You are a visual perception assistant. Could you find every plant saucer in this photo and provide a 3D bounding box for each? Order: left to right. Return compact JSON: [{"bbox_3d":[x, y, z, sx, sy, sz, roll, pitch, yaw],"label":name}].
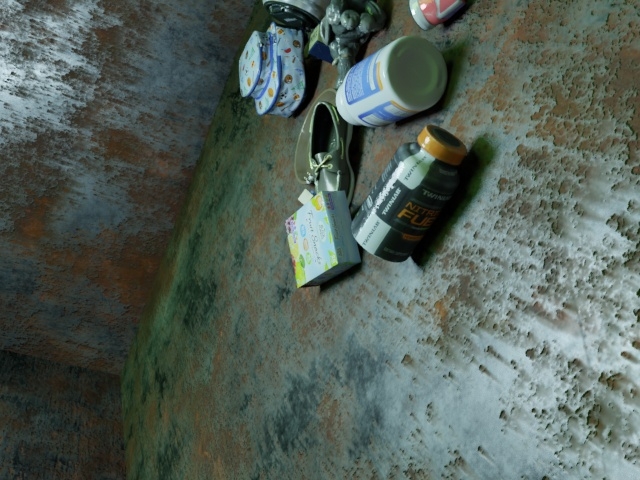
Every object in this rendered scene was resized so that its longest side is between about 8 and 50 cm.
[{"bbox_3d":[0.002,-0.284,1.912,0.278,0.041,0.278,-47,35,48],"label":"plant saucer"}]

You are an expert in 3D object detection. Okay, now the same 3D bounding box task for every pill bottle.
[{"bbox_3d":[0.139,-0.329,1.486,0.272,0.152,0.152,-4,70,67],"label":"pill bottle"},{"bbox_3d":[0.166,-0.088,1.259,0.245,0.130,0.130,-59,25,30],"label":"pill bottle"}]

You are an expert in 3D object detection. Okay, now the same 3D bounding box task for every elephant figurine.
[{"bbox_3d":[0.065,-0.554,1.863,0.186,0.169,0.239,-50,-6,-27],"label":"elephant figurine"}]

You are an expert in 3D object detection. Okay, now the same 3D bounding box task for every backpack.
[{"bbox_3d":[-0.143,-0.535,2.219,0.276,0.213,0.263,133,127,-62],"label":"backpack"}]

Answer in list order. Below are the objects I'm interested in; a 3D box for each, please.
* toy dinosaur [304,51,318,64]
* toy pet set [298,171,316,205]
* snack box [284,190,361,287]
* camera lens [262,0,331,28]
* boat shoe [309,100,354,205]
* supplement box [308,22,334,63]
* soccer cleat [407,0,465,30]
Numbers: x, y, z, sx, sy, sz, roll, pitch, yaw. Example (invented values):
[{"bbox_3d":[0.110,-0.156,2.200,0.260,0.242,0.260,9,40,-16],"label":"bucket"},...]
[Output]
[{"bbox_3d":[-0.027,-0.599,2.204,0.082,0.090,0.047,62,-139,-54],"label":"toy dinosaur"},{"bbox_3d":[0.006,-0.124,1.787,0.114,0.065,0.122,-54,49,8],"label":"toy pet set"},{"bbox_3d":[0.000,0.000,1.601,0.207,0.070,0.174,-35,63,55],"label":"snack box"},{"bbox_3d":[-0.056,-0.856,2.272,0.219,0.219,0.274,18,90,68],"label":"camera lens"},{"bbox_3d":[0.019,-0.200,1.700,0.109,0.091,0.305,-14,64,36],"label":"boat shoe"},{"bbox_3d":[0.015,-0.595,2.080,0.056,0.083,0.083,-40,37,51],"label":"supplement box"},{"bbox_3d":[0.266,-0.599,1.488,0.116,0.109,0.318,-15,56,41],"label":"soccer cleat"}]
